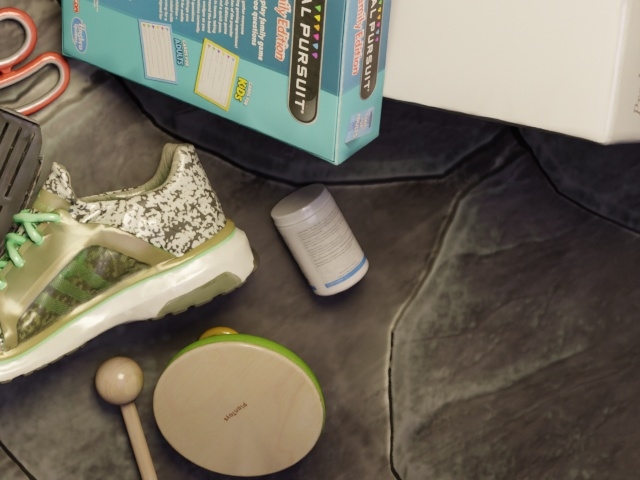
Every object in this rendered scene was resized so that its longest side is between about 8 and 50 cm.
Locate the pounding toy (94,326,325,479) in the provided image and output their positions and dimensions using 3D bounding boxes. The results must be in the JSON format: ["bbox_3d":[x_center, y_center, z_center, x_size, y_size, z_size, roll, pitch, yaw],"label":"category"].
[{"bbox_3d":[-0.107,0.159,1.801,0.236,0.110,0.183,-14,121,15],"label":"pounding toy"}]

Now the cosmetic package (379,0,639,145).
[{"bbox_3d":[0.271,-0.280,1.615,0.393,0.327,0.329,-4,105,-48],"label":"cosmetic package"}]

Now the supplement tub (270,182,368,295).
[{"bbox_3d":[0.000,0.000,1.802,0.071,0.071,0.107,-32,111,-9],"label":"supplement tub"}]

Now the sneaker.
[{"bbox_3d":[-0.273,0.014,1.680,0.410,0.158,0.182,-22,106,-21],"label":"sneaker"}]

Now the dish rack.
[{"bbox_3d":[-0.415,-0.071,1.635,0.271,0.074,0.208,21,103,-23],"label":"dish rack"}]

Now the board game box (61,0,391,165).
[{"bbox_3d":[-0.093,-0.247,1.551,0.079,0.336,0.254,-37,142,-45],"label":"board game box"}]

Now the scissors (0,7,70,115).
[{"bbox_3d":[-0.396,-0.132,1.666,0.297,0.021,0.109,-29,110,-11],"label":"scissors"}]
